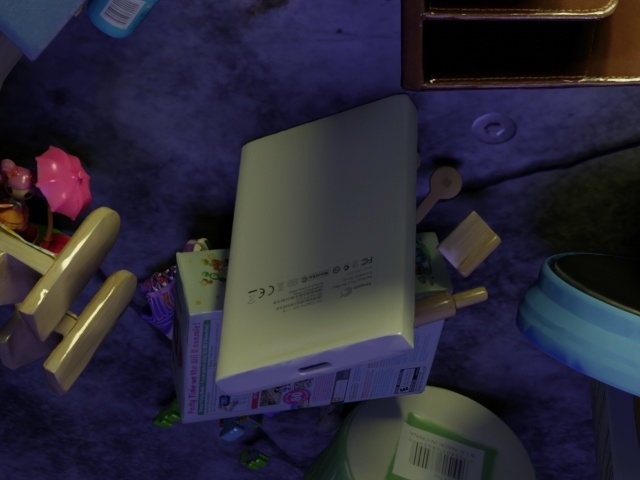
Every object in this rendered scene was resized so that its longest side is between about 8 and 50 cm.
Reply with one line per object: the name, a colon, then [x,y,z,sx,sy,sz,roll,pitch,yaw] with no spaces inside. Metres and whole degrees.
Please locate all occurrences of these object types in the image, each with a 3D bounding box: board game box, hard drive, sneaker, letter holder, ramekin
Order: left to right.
sneaker: [-0.178,0.057,1.797,0.071,0.068,0.170,25,135,-5]
board game box: [-0.017,0.102,1.755,0.303,0.097,0.224,-6,141,-13]
hard drive: [0.000,0.000,1.515,0.203,0.307,0.040,-16,137,23]
ramekin: [0.132,0.330,1.923,0.303,0.303,0.148,13,132,-10]
letter holder: [0.172,-0.273,1.172,0.214,0.302,0.152,1,140,4]

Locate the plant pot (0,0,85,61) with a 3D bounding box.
plant pot: [-0.224,-0.351,1.180,0.252,0.247,0.248,38,132,-15]

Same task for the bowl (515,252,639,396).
bowl: [0.405,0.100,1.587,0.391,0.391,0.077,11,102,-8]

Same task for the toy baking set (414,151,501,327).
toy baking set: [0.066,0.010,1.636,0.256,0.030,0.196,-21,97,-6]

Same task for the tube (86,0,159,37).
tube: [-0.148,-0.272,1.404,0.080,0.052,0.207,3,146,-42]

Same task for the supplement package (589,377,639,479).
supplement package: [0.437,0.240,1.802,0.199,0.262,0.198,-1,141,5]

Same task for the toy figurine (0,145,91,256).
toy figurine: [-0.324,-0.038,1.669,0.173,0.130,0.159,19,127,-6]

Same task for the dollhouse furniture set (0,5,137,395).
dollhouse furniture set: [-0.358,-0.099,1.480,0.362,0.256,0.394,27,155,14]

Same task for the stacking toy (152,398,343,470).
stacking toy: [-0.095,0.228,2.011,0.167,0.052,0.221,32,135,-27]
